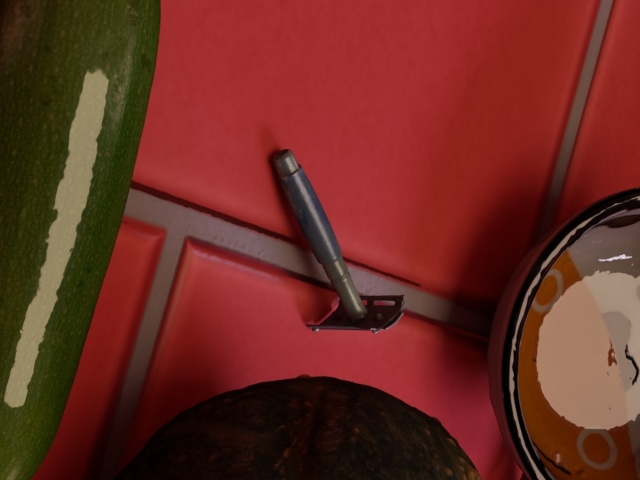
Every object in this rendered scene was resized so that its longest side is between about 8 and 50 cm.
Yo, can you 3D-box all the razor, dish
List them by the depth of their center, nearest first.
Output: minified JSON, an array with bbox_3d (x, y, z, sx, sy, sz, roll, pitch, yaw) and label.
[{"bbox_3d":[0.000,0.000,1.150,0.040,0.068,0.135,-44,118,-37],"label":"razor"},{"bbox_3d":[0.242,0.091,1.352,0.303,0.120,0.303,-1,92,-23],"label":"dish"}]

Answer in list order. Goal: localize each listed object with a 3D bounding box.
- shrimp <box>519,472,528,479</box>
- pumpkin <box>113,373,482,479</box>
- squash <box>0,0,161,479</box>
[{"bbox_3d":[0.138,0.271,1.382,0.126,0.047,0.223,12,92,-40],"label":"shrimp"},{"bbox_3d":[-0.019,0.246,1.027,0.291,0.257,0.328,49,67,-29],"label":"pumpkin"},{"bbox_3d":[-0.150,-0.035,0.925,0.101,0.101,0.379,17,86,-50],"label":"squash"}]
